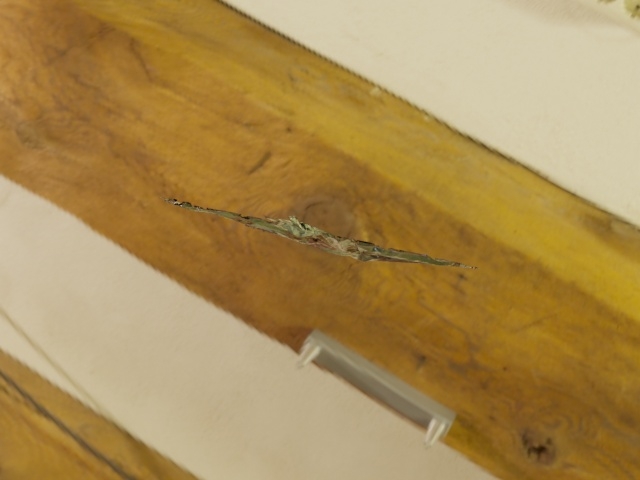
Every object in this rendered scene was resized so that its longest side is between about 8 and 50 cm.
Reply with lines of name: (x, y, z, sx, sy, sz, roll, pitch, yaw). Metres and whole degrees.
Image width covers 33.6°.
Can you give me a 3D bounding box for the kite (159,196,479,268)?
kite: (0.000, 0.000, 1.026, 0.322, 0.268, 0.013, 12, -95, 15)
